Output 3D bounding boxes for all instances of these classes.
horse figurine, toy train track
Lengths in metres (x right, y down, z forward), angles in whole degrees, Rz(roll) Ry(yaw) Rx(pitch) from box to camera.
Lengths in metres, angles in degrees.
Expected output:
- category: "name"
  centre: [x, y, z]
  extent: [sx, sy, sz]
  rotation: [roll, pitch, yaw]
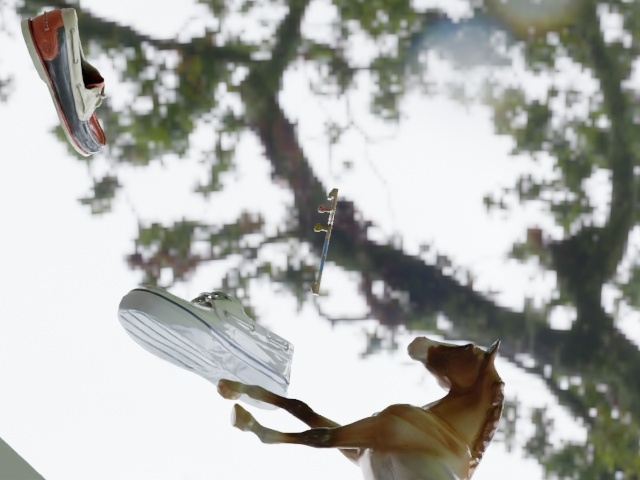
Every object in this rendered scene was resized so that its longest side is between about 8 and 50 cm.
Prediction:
- category: "horse figurine"
  centre: [0.035, 0.148, 0.885]
  extent: [0.174, 0.066, 0.263]
  rotation: [10, -145, -15]
- category: "toy train track"
  centre: [0.000, 0.000, 1.225]
  extent: [0.014, 0.083, 0.048]
  rotation: [10, 174, 1]

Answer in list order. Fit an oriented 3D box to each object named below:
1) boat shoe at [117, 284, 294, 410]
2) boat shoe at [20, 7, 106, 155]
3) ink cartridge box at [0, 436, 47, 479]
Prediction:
- category: "boat shoe"
  centre: [-0.105, 0.084, 1.502]
  extent: [0.083, 0.226, 0.076]
  rotation: [1, -117, 35]
- category: "boat shoe"
  centre: [-0.189, -0.122, 1.238]
  extent: [0.043, 0.137, 0.049]
  rotation: [-18, -138, 1]
- category: "ink cartridge box"
  centre: [-0.310, 0.173, 0.865]
  extent: [0.273, 0.197, 0.114]
  rotation: [-38, -166, 24]
